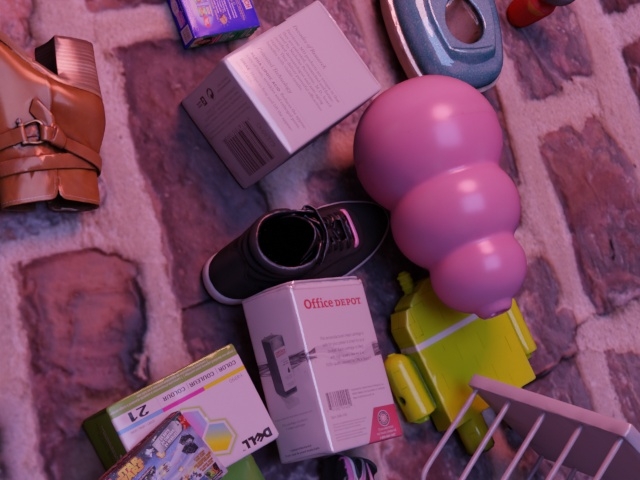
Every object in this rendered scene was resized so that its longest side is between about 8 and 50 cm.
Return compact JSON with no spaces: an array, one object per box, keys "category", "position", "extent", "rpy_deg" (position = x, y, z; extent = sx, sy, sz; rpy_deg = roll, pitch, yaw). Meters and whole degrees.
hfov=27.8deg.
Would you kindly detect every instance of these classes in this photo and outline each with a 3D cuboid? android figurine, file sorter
[{"category":"android figurine","position":[0.196,0.154,1.811],"extent":[0.248,0.056,0.272],"rpy_deg":[-28,91,-31]},{"category":"file sorter","position":[0.297,0.319,1.652],"extent":[0.193,0.278,0.173],"rpy_deg":[44,72,-32]}]

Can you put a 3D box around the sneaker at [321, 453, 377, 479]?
[{"category":"sneaker","position":[0.059,0.362,1.666],"extent":[0.077,0.072,0.178],"rpy_deg":[1,80,-39]}]

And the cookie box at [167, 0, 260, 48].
[{"category":"cookie box","position":[-0.148,-0.320,1.782],"extent":[0.107,0.040,0.091],"rpy_deg":[-17,83,-31]}]

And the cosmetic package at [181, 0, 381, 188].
[{"category":"cosmetic package","position":[-0.053,-0.194,1.730],"extent":[0.184,0.151,0.151],"rpy_deg":[-38,94,-33]}]

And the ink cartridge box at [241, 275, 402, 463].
[{"category":"ink cartridge box","position":[0.002,0.162,1.656],"extent":[0.159,0.092,0.217],"rpy_deg":[-1,75,-53]}]

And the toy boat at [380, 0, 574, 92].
[{"category":"toy boat","position":[0.242,-0.357,1.944],"extent":[0.318,0.148,0.267],"rpy_deg":[-14,81,-31]}]

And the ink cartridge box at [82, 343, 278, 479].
[{"category":"ink cartridge box","position":[-0.139,0.283,1.565],"extent":[0.189,0.097,0.255],"rpy_deg":[-26,87,-32]}]

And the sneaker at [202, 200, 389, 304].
[{"category":"sneaker","position":[0.000,0.000,1.700],"extent":[0.296,0.147,0.104],"rpy_deg":[-20,83,-33]}]

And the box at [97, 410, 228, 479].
[{"category":"box","position":[-0.184,0.273,1.472],"extent":[0.137,0.027,0.094],"rpy_deg":[-41,98,-31]}]

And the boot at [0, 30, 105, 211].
[{"category":"boot","position":[-0.396,-0.141,1.568],"extent":[0.284,0.109,0.220],"rpy_deg":[3,77,-35]}]

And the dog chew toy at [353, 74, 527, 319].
[{"category":"dog chew toy","position":[0.175,-0.053,1.745],"extent":[0.207,0.206,0.331],"rpy_deg":[-13,73,-31]}]
